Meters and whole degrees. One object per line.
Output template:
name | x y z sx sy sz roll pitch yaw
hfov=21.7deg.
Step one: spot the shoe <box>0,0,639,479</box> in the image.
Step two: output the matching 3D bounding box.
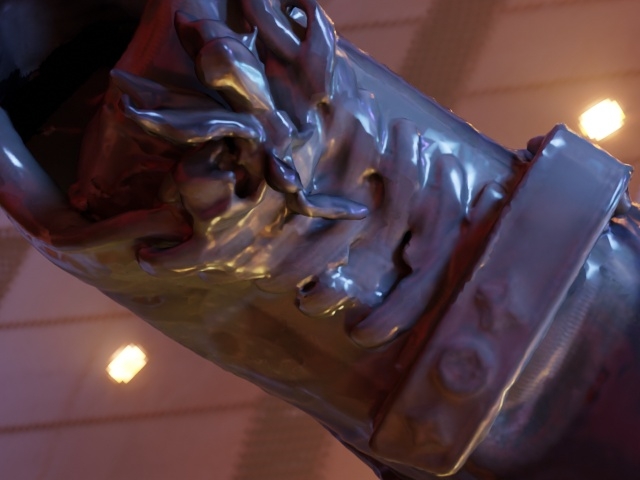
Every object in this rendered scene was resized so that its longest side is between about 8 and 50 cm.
shoe | 0.001 -0.002 0.450 0.293 0.149 0.109 27 -94 25
